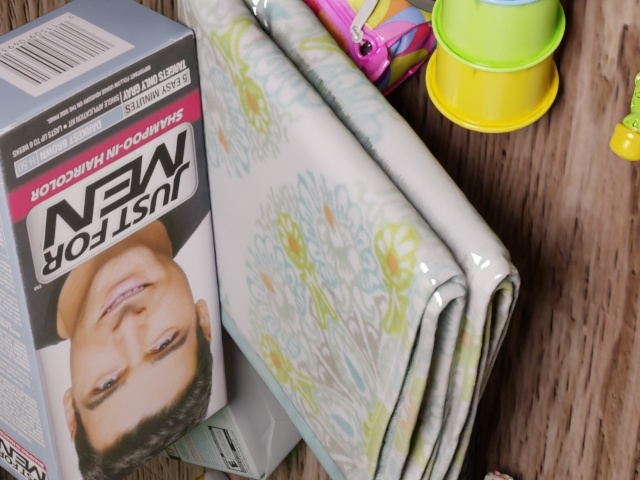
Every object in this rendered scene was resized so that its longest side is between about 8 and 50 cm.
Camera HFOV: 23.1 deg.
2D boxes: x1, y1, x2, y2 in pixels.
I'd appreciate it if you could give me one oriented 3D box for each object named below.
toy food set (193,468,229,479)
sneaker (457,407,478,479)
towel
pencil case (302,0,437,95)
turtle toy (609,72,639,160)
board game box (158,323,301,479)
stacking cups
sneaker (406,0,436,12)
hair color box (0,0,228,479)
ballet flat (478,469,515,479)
[{"bbox_3d":[-0.062,0.327,1.599,0.104,0.111,0.232,-36,68,23],"label":"toy food set"},{"bbox_3d":[0.049,0.245,1.342,0.146,0.122,0.331,15,129,2],"label":"sneaker"},{"bbox_3d":[0.000,0.000,1.182,0.374,0.090,0.321,52,151,31],"label":"towel"},{"bbox_3d":[0.000,-0.216,1.189,0.236,0.104,0.104,53,143,15],"label":"pencil case"},{"bbox_3d":[0.247,-0.073,0.964,0.130,0.066,0.095,37,111,37],"label":"turtle toy"},{"bbox_3d":[-0.179,0.100,1.528,0.303,0.097,0.224,7,129,38],"label":"board game box"},{"bbox_3d":[0.115,-0.193,0.972,0.096,0.096,0.316,46,161,25],"label":"stacking cups"},{"bbox_3d":[0.062,-0.274,1.085,0.130,0.087,0.228,-30,81,61],"label":"sneaker"},{"bbox_3d":[-0.185,0.015,1.223,0.113,0.185,0.374,30,138,34],"label":"hair color box"},{"bbox_3d":[0.192,0.293,1.284,0.077,0.091,0.241,-10,110,22],"label":"ballet flat"}]
